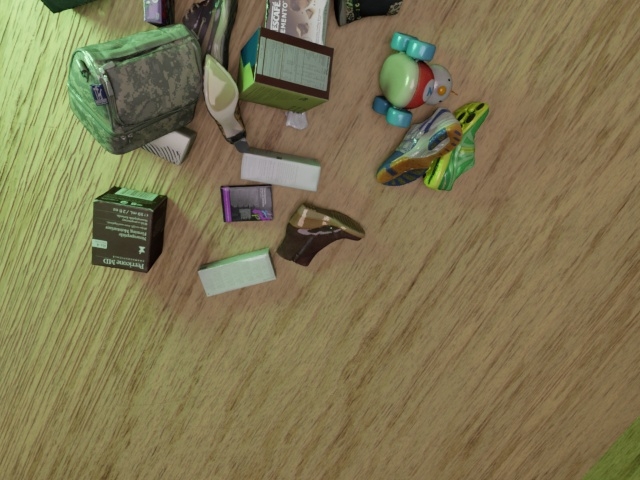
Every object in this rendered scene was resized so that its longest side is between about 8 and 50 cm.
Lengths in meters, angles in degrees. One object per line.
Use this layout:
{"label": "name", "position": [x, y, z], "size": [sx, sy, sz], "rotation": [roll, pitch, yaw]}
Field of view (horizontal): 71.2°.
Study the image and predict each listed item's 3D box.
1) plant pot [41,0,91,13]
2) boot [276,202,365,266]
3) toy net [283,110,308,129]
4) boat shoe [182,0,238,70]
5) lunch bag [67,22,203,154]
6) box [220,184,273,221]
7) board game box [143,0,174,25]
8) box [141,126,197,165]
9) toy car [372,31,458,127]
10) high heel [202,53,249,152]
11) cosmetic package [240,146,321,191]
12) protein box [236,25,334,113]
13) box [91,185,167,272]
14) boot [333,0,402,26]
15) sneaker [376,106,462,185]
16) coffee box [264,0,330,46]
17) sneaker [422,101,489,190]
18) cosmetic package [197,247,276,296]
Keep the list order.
{"label": "plant pot", "position": [-0.632, -0.677, 1.114], "size": [0.187, 0.188, 0.167], "rotation": [-18, 124, 2]}
{"label": "boot", "position": [0.000, 0.000, 1.474], "size": [0.248, 0.090, 0.207], "rotation": [20, 119, -13]}
{"label": "toy net", "position": [-0.115, -0.428, 1.317], "size": [0.232, 0.045, 0.122], "rotation": [45, 77, -21]}
{"label": "boat shoe", "position": [-0.304, -0.575, 1.196], "size": [0.130, 0.132, 0.356], "rotation": [12, 108, -7]}
{"label": "lunch bag", "position": [-0.451, -0.391, 1.105], "size": [0.213, 0.305, 0.256], "rotation": [49, 145, 4]}
{"label": "box", "position": [-0.232, -0.118, 1.425], "size": [0.161, 0.029, 0.116], "rotation": [-2, 111, -3]}
{"label": "board game box", "position": [-0.395, -0.714, 1.097], "size": [0.056, 0.208, 0.347], "rotation": [4, 110, -6]}
{"label": "box", "position": [-0.506, -0.324, 1.283], "size": [0.274, 0.113, 0.094], "rotation": [25, 108, -12]}
{"label": "toy car", "position": [0.303, -0.441, 1.271], "size": [0.237, 0.210, 0.219], "rotation": [4, 121, -19]}
{"label": "high heel", "position": [-0.269, -0.378, 1.227], "size": [0.093, 0.186, 0.262], "rotation": [-22, 119, -8]}
{"label": "cosmetic package", "position": [-0.120, -0.217, 1.351], "size": [0.230, 0.117, 0.086], "rotation": [7, 111, -8]}
{"label": "protein box", "position": [-0.100, -0.440, 1.187], "size": [0.201, 0.199, 0.136], "rotation": [6, 92, -24]}
{"label": "box", "position": [-0.573, -0.036, 1.352], "size": [0.168, 0.167, 0.203], "rotation": [9, 109, -8]}
{"label": "boot", "position": [0.130, -0.667, 1.165], "size": [0.178, 0.236, 0.086], "rotation": [-10, 76, -5]}
{"label": "sneaker", "position": [0.294, -0.283, 1.377], "size": [0.296, 0.131, 0.111], "rotation": [-33, 138, 29]}
{"label": "coffee box", "position": [-0.057, -0.664, 1.189], "size": [0.167, 0.119, 0.298], "rotation": [5, 109, -8]}
{"label": "sneaker", "position": [0.428, -0.288, 1.391], "size": [0.123, 0.109, 0.296], "rotation": [18, 109, -31]}
{"label": "cosmetic package", "position": [-0.274, 0.105, 1.486], "size": [0.238, 0.060, 0.099], "rotation": [-14, 109, 1]}
